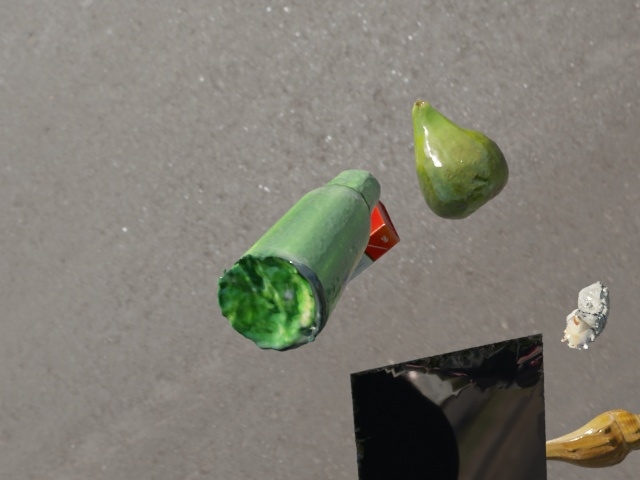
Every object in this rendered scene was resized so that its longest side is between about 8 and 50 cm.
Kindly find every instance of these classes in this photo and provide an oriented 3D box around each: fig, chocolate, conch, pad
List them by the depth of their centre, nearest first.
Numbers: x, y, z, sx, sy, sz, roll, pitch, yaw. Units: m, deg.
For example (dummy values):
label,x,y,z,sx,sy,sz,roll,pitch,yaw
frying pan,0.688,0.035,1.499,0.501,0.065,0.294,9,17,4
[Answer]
label,x,y,z,sx,sy,sz,roll,pitch,yaw
chocolate,0.000,0.000,0.932,0.110,0.110,0.291,-12,20,25
pad,0.161,0.304,1.072,0.007,0.248,0.367,-148,50,-68
conch,0.492,0.388,1.687,0.330,0.109,0.093,-22,97,12
fig,0.281,-0.188,2.012,0.206,0.206,0.275,-37,88,10

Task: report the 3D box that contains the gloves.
label,x,y,z,sx,sy,sz,roll,pitch,yaw
gloves,0.541,0.152,1.825,0.070,0.153,0.114,24,125,9

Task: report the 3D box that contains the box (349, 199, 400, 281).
label,x,y,z,sx,sy,sz,roll,pitch,yaw
box,0.035,0.010,1.295,0.152,0.048,0.100,-42,33,15
